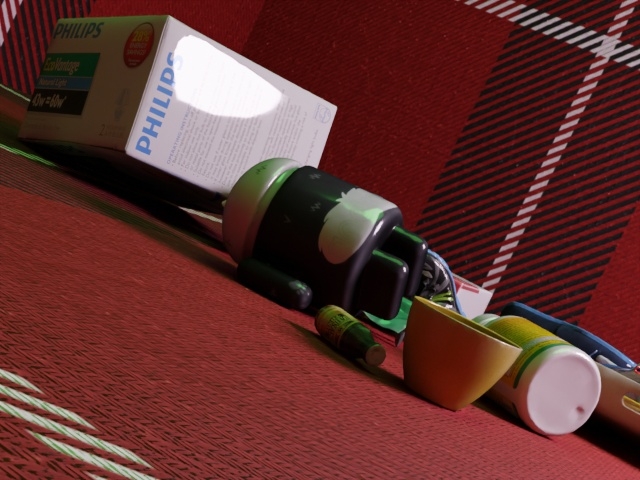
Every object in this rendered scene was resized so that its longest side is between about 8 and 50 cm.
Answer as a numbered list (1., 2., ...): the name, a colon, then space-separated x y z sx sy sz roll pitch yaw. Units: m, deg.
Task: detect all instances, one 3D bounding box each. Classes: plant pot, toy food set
1. plant pot: 0.146 0.134 1.374 0.134 0.095 0.134 25 3 -1
2. toy food set: 0.495 0.261 1.799 0.219 0.092 0.306 28 -7 25

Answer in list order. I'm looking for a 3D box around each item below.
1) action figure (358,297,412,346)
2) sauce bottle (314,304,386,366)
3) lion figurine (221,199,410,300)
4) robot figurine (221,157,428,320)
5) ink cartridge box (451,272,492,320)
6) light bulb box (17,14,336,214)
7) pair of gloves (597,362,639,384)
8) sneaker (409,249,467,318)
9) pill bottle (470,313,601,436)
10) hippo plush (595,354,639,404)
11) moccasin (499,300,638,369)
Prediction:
1. action figure: 0.030 0.069 1.751 0.232 0.064 0.137 32 14 16
2. sauce bottle: 0.035 0.109 1.389 0.042 0.042 0.128 24 1 -29
3. lion figurine: 0.042 0.033 1.884 0.392 0.142 0.240 31 11 15
4. robot figurine: 0.001 0.001 1.641 0.278 0.174 0.209 25 4 17
5. ink cartridge box: 0.135 0.074 2.127 0.272 0.114 0.197 26 3 24
6. light bulb box: -0.239 -0.196 2.021 0.361 0.225 0.358 23 -8 -40
7. pair of gloves: 0.503 0.225 1.843 0.198 0.023 0.159 22 -12 -6
8. sneaker: 0.163 0.091 1.808 0.067 0.188 0.078 -14 18 37
9. pill bottle: 0.262 0.166 1.595 0.117 0.118 0.208 25 3 -24
10. hippo plush: 0.642 0.308 2.070 0.294 0.234 0.236 -27 -60 39
11. moccasin: 0.471 0.229 2.369 0.137 0.117 0.342 39 -10 -35
